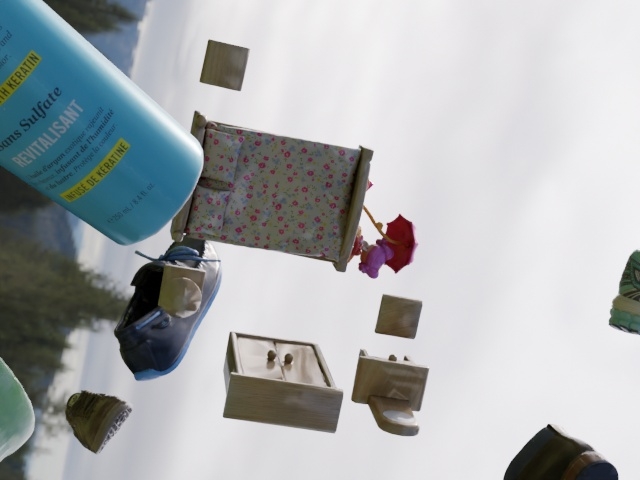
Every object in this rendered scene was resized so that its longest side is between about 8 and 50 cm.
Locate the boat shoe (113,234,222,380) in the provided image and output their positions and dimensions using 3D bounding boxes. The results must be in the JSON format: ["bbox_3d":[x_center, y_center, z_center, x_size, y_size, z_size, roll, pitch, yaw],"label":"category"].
[{"bbox_3d":[-0.182,0.057,1.355,0.089,0.109,0.258,60,18,-27],"label":"boat shoe"}]

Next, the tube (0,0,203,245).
[{"bbox_3d":[-0.131,-0.074,0.387,0.080,0.207,0.052,-43,-146,12],"label":"tube"}]

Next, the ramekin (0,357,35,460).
[{"bbox_3d":[-0.412,0.133,0.943,0.148,0.303,0.303,-57,-178,-32],"label":"ramekin"}]

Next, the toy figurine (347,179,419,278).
[{"bbox_3d":[0.063,-0.010,1.565,0.173,0.159,0.130,-52,-167,-25],"label":"toy figurine"}]

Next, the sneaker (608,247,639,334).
[{"bbox_3d":[0.501,0.073,1.343,0.110,0.282,0.122,12,87,-84],"label":"sneaker"}]

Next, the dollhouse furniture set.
[{"bbox_3d":[0.000,0.000,1.143,0.174,0.303,0.356,-122,-137,-77],"label":"dollhouse furniture set"}]

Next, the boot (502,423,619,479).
[{"bbox_3d":[0.243,0.312,1.246,0.219,0.082,0.106,-58,-153,11],"label":"boot"}]

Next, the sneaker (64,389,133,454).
[{"bbox_3d":[-0.274,0.211,1.316,0.066,0.071,0.188,-52,-179,-26],"label":"sneaker"}]
